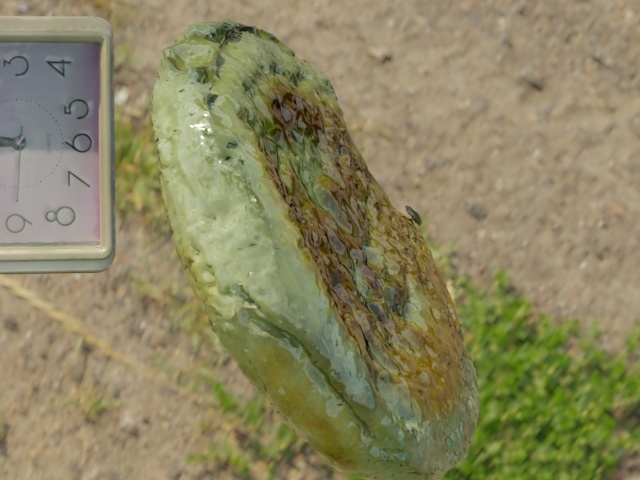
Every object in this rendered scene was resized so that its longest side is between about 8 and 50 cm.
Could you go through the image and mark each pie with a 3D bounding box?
[{"bbox_3d":[-0.001,0.003,0.968,0.302,0.067,0.302,53,18,-26],"label":"pie"}]

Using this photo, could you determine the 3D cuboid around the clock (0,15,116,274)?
[{"bbox_3d":[-0.228,-0.072,1.310,0.147,0.071,0.192,0,97,-10],"label":"clock"}]
